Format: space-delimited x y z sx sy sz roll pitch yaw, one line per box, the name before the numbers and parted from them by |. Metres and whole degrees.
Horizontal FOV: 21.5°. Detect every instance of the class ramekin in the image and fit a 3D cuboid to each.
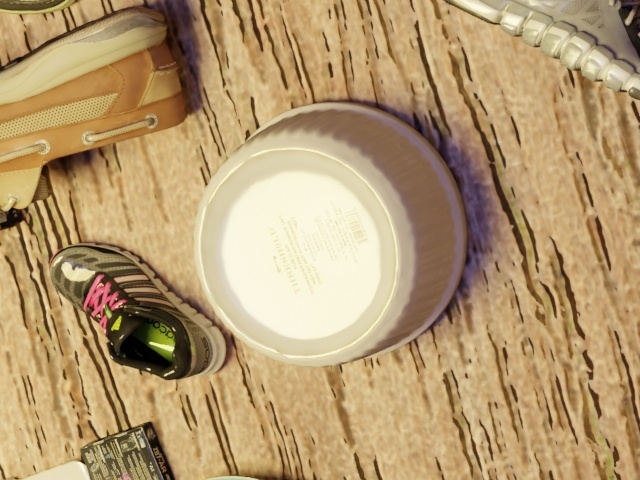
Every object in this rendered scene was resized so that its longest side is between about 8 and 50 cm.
ramekin | 0.000 0.000 1.294 0.207 0.109 0.207 4 101 20

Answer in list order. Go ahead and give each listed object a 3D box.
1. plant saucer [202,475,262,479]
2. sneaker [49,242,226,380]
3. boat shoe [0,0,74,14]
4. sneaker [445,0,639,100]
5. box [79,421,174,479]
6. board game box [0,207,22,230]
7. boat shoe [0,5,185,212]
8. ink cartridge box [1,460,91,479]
plant saucer | -0.056 0.285 1.408 0.195 0.037 0.195 4 101 20
sneaker | -0.159 0.060 1.383 0.170 0.075 0.063 35 110 11
boat shoe | -0.305 -0.234 1.382 0.223 0.073 0.080 18 106 17
sneaker | 0.201 -0.188 1.197 0.228 0.086 0.132 29 106 14
box | -0.161 0.204 1.442 0.067 0.018 0.083 -22 92 23
board game box | -0.346 -0.077 1.442 0.141 0.048 0.170 -13 96 24
boat shoe | -0.257 -0.076 1.339 0.324 0.123 0.116 -23 103 4
ink cartridge box | -0.337 0.345 1.480 0.353 0.119 0.207 -22 93 23
